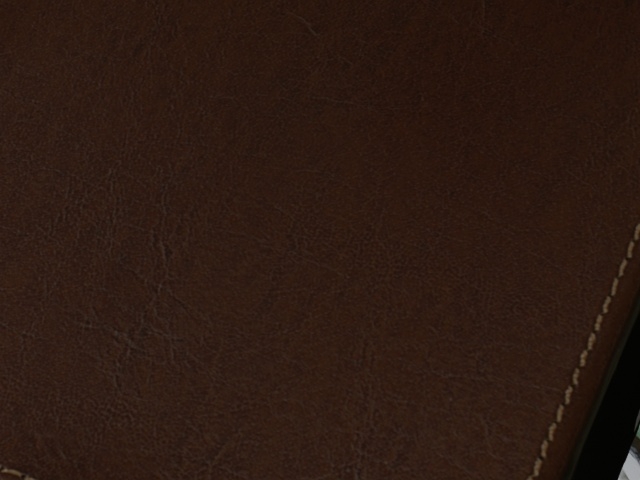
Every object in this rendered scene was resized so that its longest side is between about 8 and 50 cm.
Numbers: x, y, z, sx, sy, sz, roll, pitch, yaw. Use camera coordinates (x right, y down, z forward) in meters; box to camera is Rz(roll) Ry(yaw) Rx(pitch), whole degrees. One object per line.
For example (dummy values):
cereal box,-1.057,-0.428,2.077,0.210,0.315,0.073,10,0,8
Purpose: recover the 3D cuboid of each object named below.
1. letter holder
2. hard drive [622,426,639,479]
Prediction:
letter holder,0.000,0.000,0.564,0.214,0.302,0.152,19,145,15
hard drive,0.286,0.025,0.718,0.064,0.339,0.237,58,178,-14
